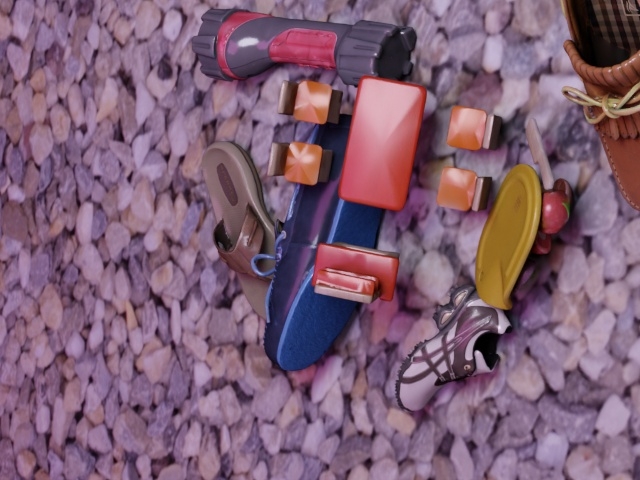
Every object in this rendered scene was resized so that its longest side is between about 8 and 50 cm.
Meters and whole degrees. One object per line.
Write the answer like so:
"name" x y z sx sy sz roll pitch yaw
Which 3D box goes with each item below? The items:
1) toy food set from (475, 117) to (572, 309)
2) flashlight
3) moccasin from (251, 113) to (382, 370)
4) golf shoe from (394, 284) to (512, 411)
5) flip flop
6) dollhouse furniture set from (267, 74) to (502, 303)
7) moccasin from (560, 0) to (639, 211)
"toy food set" 0.250 -0.016 1.575 0.128 0.071 0.218 -101 25 -53
"flashlight" -0.029 -0.245 1.767 0.304 0.103 0.103 14 104 39
"moccasin" 0.000 0.000 1.777 0.117 0.138 0.342 27 98 39
"golf shoe" 0.163 0.150 1.676 0.094 0.077 0.198 43 122 27
"flip flop" -0.109 -0.011 1.879 0.112 0.080 0.277 -31 76 38
"dollhouse furniture set" 0.064 -0.062 1.608 0.262 0.135 0.259 11 96 11
"moccasin" 0.317 -0.195 1.410 0.139 0.147 0.380 15 129 42
